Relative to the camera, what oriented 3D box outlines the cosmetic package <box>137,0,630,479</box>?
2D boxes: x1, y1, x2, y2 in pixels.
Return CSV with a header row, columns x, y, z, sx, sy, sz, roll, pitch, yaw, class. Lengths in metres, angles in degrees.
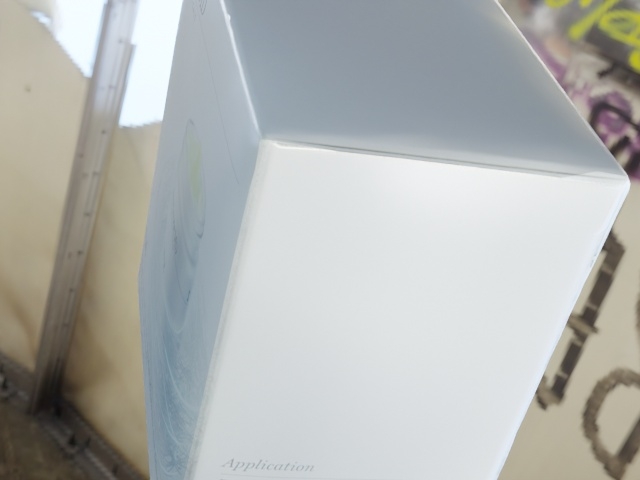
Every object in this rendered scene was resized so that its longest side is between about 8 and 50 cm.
x,y,z,sx,sy,sz,roll,pitch,yaw,class
0.000,0.000,0.502,0.138,0.225,0.224,6,-147,-16,cosmetic package
